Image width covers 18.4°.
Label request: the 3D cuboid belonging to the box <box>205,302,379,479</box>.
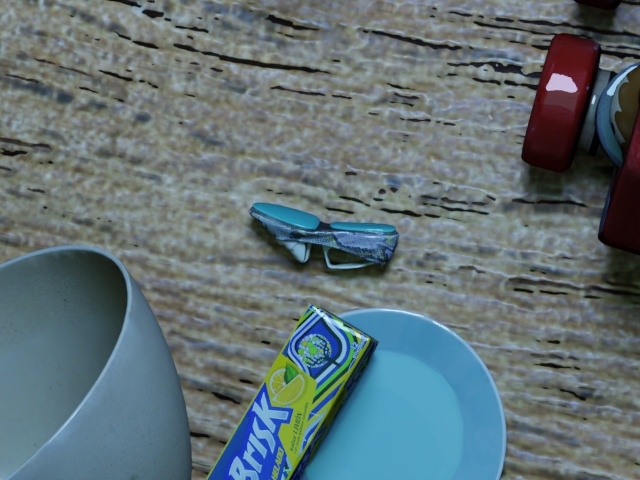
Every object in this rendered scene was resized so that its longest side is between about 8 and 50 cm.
[{"bbox_3d":[-0.024,0.131,1.432,0.054,0.059,0.169,30,89,10],"label":"box"}]

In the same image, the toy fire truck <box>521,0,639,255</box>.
[{"bbox_3d":[0.244,-0.143,1.346,0.169,0.254,0.302,16,88,7],"label":"toy fire truck"}]

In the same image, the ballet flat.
[{"bbox_3d":[0.000,0.000,1.474,0.114,0.041,0.041,10,88,8],"label":"ballet flat"}]

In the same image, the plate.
[{"bbox_3d":[0.044,0.144,1.466,0.188,0.024,0.188,0,85,6],"label":"plate"}]

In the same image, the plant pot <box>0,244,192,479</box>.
[{"bbox_3d":[-0.200,0.168,1.393,0.284,0.284,0.191,-34,120,3],"label":"plant pot"}]
